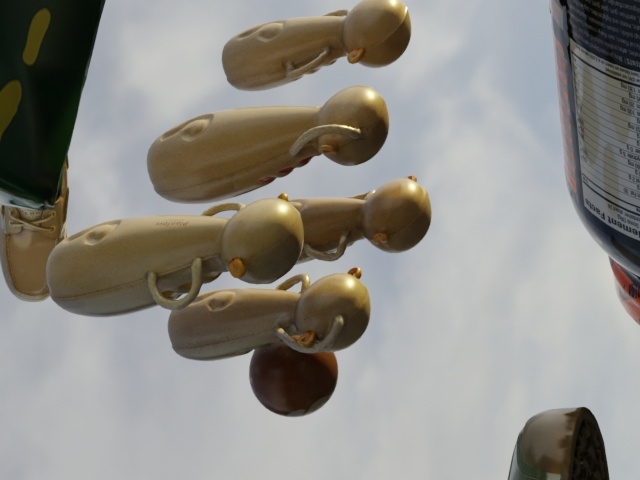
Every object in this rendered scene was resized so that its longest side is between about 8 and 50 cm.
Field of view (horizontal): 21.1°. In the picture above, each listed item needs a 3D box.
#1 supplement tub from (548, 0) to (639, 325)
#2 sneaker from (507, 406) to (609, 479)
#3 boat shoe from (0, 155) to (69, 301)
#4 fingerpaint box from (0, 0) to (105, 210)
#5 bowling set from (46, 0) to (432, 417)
[{"bbox_3d":[0.223,-0.115,0.893,0.207,0.207,0.338,-53,-38,-41],"label":"supplement tub"},{"bbox_3d":[0.058,0.153,0.630,0.064,0.086,0.192,47,-138,-52],"label":"sneaker"},{"bbox_3d":[-0.243,-0.032,1.447,0.059,0.063,0.170,-175,87,-86],"label":"boat shoe"},{"bbox_3d":[-0.270,-0.230,0.568,0.163,0.444,0.371,35,-114,-65],"label":"fingerpaint box"},{"bbox_3d":[0.000,0.000,0.974,0.200,0.154,0.287,59,-140,-27],"label":"bowling set"}]
